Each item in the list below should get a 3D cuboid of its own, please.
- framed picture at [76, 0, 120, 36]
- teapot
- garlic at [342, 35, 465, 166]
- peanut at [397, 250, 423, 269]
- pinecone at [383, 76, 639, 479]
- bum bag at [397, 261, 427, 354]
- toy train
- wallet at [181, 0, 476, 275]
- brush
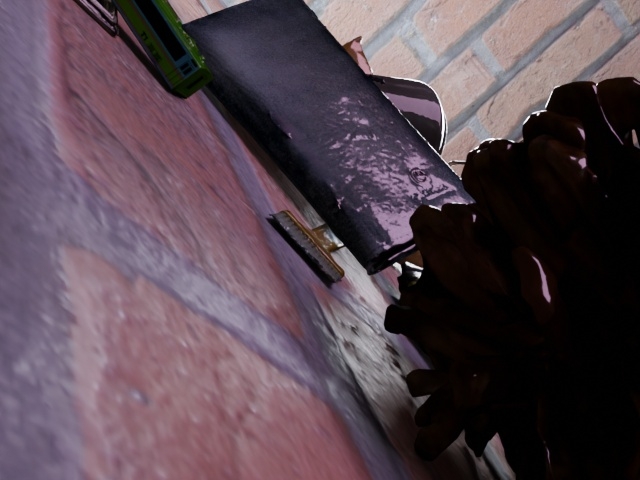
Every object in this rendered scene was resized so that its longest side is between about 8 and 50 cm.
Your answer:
[{"bbox_3d":[-0.266,-0.296,0.757,0.197,0.014,0.252,43,10,-29],"label":"framed picture"},{"bbox_3d":[0.037,-0.165,1.097,0.225,0.171,0.203,17,-12,-35],"label":"teapot"},{"bbox_3d":[0.085,-0.195,1.413,0.338,0.196,0.151,54,26,19],"label":"garlic"},{"bbox_3d":[0.143,0.008,1.132,0.214,0.099,0.099,41,11,-27],"label":"peanut"},{"bbox_3d":[0.229,0.067,0.543,0.398,0.398,0.398,46,9,-10],"label":"pinecone"},{"bbox_3d":[0.132,0.082,0.872,0.107,0.060,0.232,38,8,-5],"label":"bum bag"},{"bbox_3d":[-0.173,-0.232,0.742,0.209,0.042,0.044,56,5,7],"label":"toy train"},{"bbox_3d":[0.005,-0.138,0.891,0.191,0.046,0.379,-27,67,-34],"label":"wallet"},{"bbox_3d":[0.000,0.000,0.762,0.082,0.010,0.218,48,8,2],"label":"brush"}]
